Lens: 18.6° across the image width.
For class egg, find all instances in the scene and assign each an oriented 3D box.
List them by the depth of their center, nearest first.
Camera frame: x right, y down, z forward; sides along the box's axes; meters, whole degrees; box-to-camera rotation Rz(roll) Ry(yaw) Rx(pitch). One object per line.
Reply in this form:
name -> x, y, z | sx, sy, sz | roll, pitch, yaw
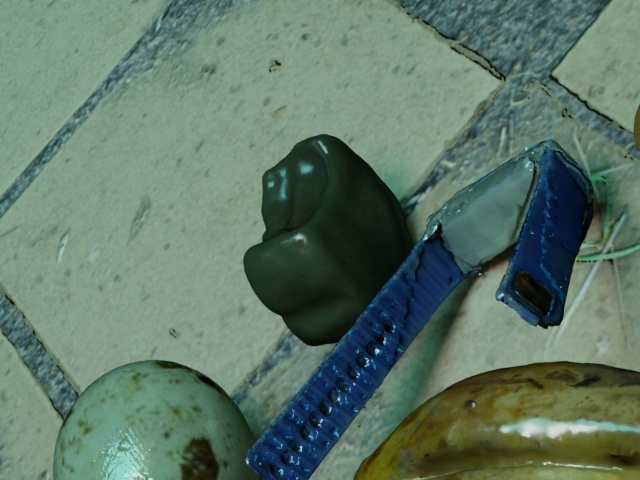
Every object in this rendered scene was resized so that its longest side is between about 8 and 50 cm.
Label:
egg -> -0.132, 0.201, 1.586 | 0.169, 0.169, 0.231 | -34, 39, 19

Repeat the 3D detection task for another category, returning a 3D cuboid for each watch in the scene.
watch -> 0.089, 0.054, 1.502 | 0.276, 0.068, 0.274 | -35, 16, 30

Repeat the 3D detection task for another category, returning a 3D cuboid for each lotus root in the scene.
lotus root -> 0.148, 0.175, 1.318 | 0.291, 0.193, 0.193 | -10, 55, 32

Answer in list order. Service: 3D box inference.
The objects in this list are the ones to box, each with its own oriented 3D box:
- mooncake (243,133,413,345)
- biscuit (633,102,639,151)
mooncake -> 0.000, 0.000, 1.622 | 0.104, 0.175, 0.168 | -22, 90, 25
biscuit -> 0.371, -0.167, 1.493 | 0.262, 0.052, 0.277 | -1, 60, 42
